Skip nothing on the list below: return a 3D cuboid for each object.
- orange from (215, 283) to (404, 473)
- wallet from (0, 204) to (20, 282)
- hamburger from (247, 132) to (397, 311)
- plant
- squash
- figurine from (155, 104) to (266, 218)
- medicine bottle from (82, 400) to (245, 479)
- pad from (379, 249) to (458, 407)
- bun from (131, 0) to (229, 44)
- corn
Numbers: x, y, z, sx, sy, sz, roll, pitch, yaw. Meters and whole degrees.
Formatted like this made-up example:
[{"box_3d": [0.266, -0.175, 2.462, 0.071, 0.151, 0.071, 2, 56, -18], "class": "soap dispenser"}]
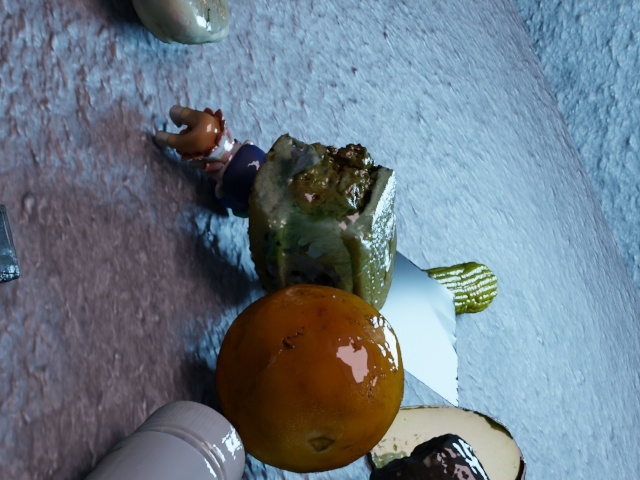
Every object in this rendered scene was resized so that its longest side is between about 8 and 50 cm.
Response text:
[{"box_3d": [-0.013, 0.171, 1.585, 0.240, 0.240, 0.240, 41, 36, -39], "class": "orange"}, {"box_3d": [-0.367, 0.003, 1.315, 0.129, 0.026, 0.088, 3, 70, -61], "class": "wallet"}, {"box_3d": [0.000, 0.000, 1.695, 0.288, 0.167, 0.192, 84, 26, -42], "class": "hamburger"}, {"box_3d": [0.191, 0.442, 1.772, 0.321, 0.194, 0.181, 62, -8, 4], "class": "plant"}, {"box_3d": [0.195, 0.334, 1.915, 0.204, 0.155, 0.237, -13, 81, -64], "class": "squash"}, {"box_3d": [-0.129, -0.100, 1.742, 0.195, 0.102, 0.111, 42, 69, -44], "class": "figurine"}, {"box_3d": [-0.178, 0.275, 1.307, 0.145, 0.144, 0.252, 59, 30, -12], "class": "medicine bottle"}, {"box_3d": [0.086, 0.076, 1.968, 0.367, 0.007, 0.248, 37, 35, -24], "class": "pad"}, {"box_3d": [-0.213, -0.365, 1.783, 0.237, 0.116, 0.210, 23, 51, -75], "class": "bun"}, {"box_3d": [0.227, 0.087, 2.236, 0.319, 0.097, 0.097, -2, 70, -59], "class": "corn"}]
